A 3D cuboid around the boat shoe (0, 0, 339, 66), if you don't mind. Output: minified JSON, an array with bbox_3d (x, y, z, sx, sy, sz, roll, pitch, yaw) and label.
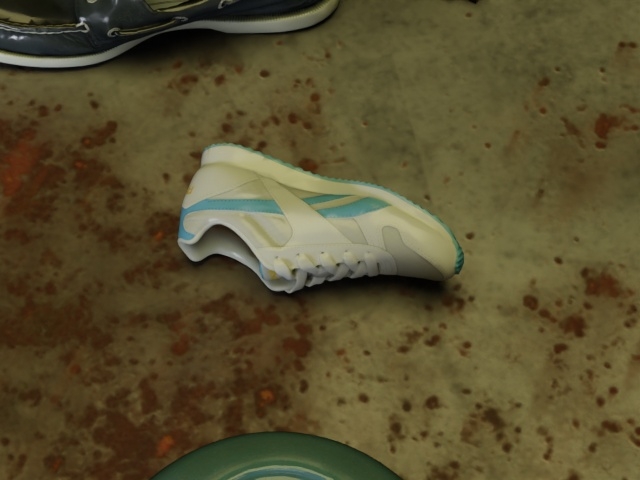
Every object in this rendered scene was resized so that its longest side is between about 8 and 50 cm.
[{"bbox_3d":[-0.149,-0.229,1.496,0.340,0.113,0.127,-3,61,-4],"label":"boat shoe"}]

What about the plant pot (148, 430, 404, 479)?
[{"bbox_3d":[-0.029,0.244,1.191,0.290,0.195,0.290,1,60,-2],"label":"plant pot"}]

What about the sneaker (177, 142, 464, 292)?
[{"bbox_3d":[0.000,0.000,1.399,0.228,0.087,0.092,15,68,14],"label":"sneaker"}]

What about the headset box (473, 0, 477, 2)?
[{"bbox_3d":[0.127,-0.254,1.569,0.062,0.032,0.083,25,64,12],"label":"headset box"}]
